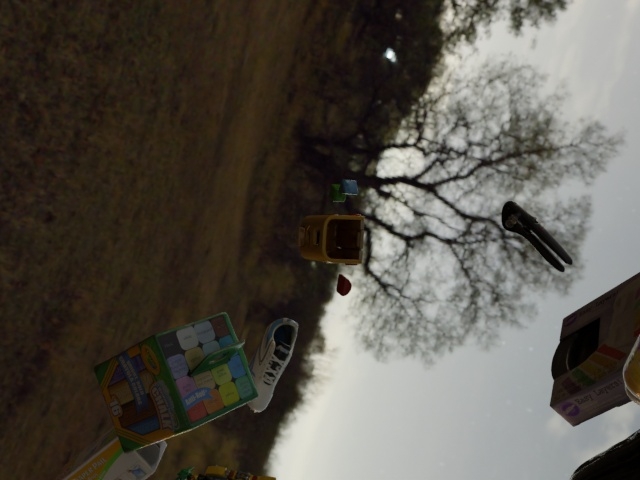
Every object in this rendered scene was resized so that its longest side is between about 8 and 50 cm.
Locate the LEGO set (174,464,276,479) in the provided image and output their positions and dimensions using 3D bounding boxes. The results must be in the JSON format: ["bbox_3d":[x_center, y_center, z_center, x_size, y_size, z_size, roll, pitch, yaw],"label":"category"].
[{"bbox_3d":[-0.079,0.355,0.833,0.255,0.331,0.192,-36,141,-41],"label":"LEGO set"}]

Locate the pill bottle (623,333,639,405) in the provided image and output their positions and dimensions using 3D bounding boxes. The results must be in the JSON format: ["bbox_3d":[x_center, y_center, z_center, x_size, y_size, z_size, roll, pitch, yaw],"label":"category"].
[{"bbox_3d":[0.247,0.092,0.560,0.083,0.043,0.043,80,22,-54],"label":"pill bottle"}]

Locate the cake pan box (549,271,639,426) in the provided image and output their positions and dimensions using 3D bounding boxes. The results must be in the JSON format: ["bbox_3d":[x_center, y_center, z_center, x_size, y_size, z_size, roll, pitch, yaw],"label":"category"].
[{"bbox_3d":[0.520,0.174,1.328,0.267,0.070,0.246,-43,-171,41],"label":"cake pan box"}]

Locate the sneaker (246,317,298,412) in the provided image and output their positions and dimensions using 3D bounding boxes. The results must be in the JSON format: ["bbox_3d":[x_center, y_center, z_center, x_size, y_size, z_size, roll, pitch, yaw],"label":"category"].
[{"bbox_3d":[-0.116,0.284,1.786,0.086,0.085,0.237,-33,-149,53],"label":"sneaker"}]

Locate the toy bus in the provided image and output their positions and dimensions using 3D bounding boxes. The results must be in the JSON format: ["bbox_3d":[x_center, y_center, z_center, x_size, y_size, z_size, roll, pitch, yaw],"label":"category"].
[{"bbox_3d":[0.005,-0.005,1.477,0.191,0.104,0.202,-110,-147,-41],"label":"toy bus"}]

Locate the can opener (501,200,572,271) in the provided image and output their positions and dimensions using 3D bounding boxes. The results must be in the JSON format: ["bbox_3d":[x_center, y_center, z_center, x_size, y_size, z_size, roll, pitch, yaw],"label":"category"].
[{"bbox_3d":[0.444,-0.012,1.577,0.073,0.186,0.059,-25,152,-36],"label":"can opener"}]

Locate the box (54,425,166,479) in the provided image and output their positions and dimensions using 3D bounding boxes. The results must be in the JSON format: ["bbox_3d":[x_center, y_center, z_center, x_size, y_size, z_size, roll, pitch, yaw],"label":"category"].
[{"bbox_3d":[-0.425,0.456,1.536,0.203,0.103,0.114,-39,-171,10],"label":"box"}]

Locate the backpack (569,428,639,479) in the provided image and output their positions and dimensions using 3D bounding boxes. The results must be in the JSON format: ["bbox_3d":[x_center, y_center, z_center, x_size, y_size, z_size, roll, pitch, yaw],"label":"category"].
[{"bbox_3d":[0.528,0.443,1.272,0.253,0.191,0.225,-41,-168,38],"label":"backpack"}]

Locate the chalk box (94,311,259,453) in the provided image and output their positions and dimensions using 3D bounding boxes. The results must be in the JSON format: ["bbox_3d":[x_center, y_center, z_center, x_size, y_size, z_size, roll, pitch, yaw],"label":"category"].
[{"bbox_3d":[-0.248,0.253,1.412,0.289,0.179,0.180,-27,172,41],"label":"chalk box"}]
